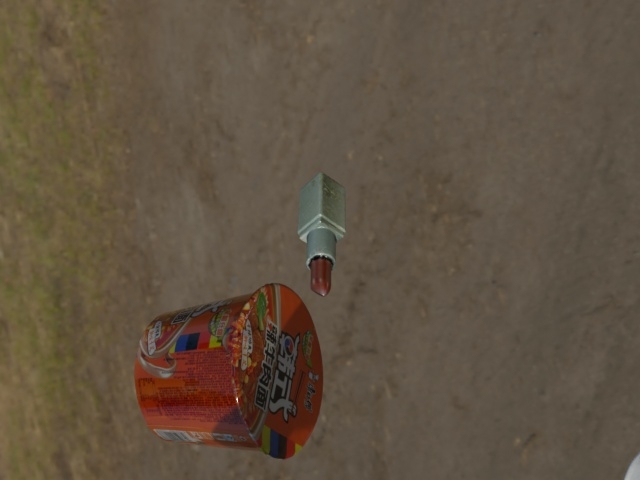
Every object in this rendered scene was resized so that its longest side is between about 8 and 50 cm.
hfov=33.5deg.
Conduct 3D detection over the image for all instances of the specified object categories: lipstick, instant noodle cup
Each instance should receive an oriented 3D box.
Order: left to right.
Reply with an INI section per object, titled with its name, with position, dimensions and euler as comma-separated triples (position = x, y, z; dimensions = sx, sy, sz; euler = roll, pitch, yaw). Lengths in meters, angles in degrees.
[instant noodle cup]
position = -0.137, 0.194, 1.542
dimensions = 0.192, 0.250, 0.250
euler = -8, 96, 27
[lipstick]
position = 0.001, 0.000, 0.860
dimensions = 0.030, 0.030, 0.129
euler = -39, 31, 30

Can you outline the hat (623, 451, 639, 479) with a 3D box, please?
[hat]
position = 0.406, 0.264, 1.039
dimensions = 0.126, 0.203, 0.203
euler = 114, 137, -69
